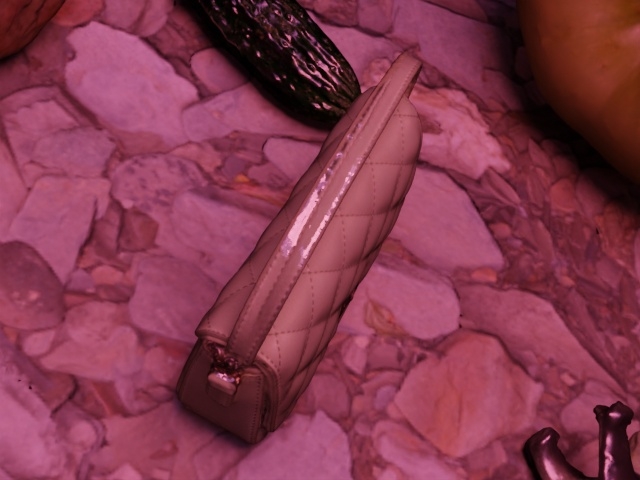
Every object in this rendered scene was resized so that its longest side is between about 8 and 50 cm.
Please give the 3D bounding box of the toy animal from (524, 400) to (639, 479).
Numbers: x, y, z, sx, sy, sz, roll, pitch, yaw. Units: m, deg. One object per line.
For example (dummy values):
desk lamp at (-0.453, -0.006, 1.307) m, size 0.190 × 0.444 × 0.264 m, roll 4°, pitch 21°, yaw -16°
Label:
toy animal at (0.188, 0.196, 0.632) m, size 0.121 × 0.094 × 0.225 m, roll 48°, pitch 50°, yaw 0°

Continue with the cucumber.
cucumber at (-0.061, -0.193, 0.779) m, size 0.077 × 0.077 × 0.265 m, roll -30°, pitch 75°, yaw -28°

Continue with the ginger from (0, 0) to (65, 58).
ginger at (-0.297, -0.233, 0.679) m, size 0.245 × 0.155 × 0.304 m, roll -29°, pitch 73°, yaw -30°

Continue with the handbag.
handbag at (0.000, 0.000, 0.606) m, size 0.079 × 0.219 × 0.256 m, roll 29°, pitch 59°, yaw 2°

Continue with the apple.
apple at (0.352, -0.209, 0.795) m, size 0.360 × 0.320 × 0.312 m, roll -31°, pitch 36°, yaw -34°
